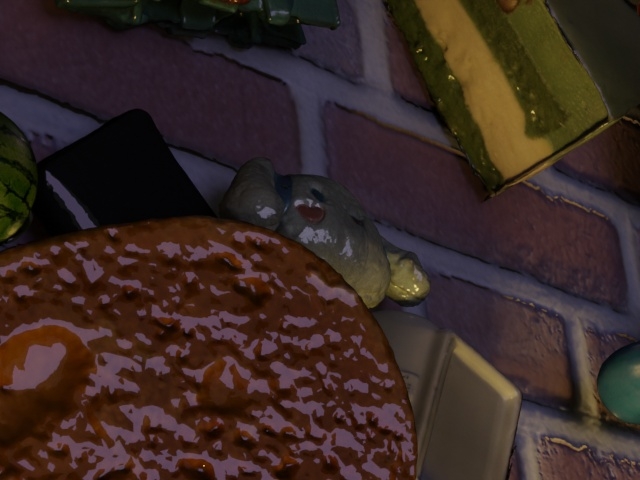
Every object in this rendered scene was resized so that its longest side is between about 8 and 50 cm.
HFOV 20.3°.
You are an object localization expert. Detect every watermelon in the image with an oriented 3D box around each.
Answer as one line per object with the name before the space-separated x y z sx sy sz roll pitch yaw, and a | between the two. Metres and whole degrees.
watermelon | -0.217 -0.037 1.087 0.109 0.109 0.109 26 51 -36

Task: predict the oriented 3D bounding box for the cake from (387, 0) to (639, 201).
cake | 0.167 -0.206 1.569 0.172 0.158 0.284 -24 83 -52

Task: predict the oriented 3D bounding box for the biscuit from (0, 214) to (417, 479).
biscuit | -0.099 0.138 1.087 0.367 0.063 0.314 -12 73 -34

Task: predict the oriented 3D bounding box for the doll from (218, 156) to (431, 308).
doll | 0.000 0.000 1.321 0.214 0.071 0.103 24 31 -42

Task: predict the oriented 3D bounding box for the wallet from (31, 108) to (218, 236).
wallet | -0.097 0.034 1.222 0.250 0.044 0.149 55 36 -6

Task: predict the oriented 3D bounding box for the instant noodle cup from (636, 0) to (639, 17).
instant noodle cup | 0.428 -0.181 1.760 0.284 0.284 0.312 31 55 -32

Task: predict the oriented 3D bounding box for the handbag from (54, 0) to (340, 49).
handbag | -0.106 -0.289 1.357 0.268 0.100 0.274 7 62 -46

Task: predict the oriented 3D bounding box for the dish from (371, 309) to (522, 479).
dish | 0.085 0.154 1.318 0.151 0.077 0.212 42 43 -22

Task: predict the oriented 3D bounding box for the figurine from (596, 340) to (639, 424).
figurine | 0.428 0.101 1.590 0.416 0.243 0.298 -11 66 -9
